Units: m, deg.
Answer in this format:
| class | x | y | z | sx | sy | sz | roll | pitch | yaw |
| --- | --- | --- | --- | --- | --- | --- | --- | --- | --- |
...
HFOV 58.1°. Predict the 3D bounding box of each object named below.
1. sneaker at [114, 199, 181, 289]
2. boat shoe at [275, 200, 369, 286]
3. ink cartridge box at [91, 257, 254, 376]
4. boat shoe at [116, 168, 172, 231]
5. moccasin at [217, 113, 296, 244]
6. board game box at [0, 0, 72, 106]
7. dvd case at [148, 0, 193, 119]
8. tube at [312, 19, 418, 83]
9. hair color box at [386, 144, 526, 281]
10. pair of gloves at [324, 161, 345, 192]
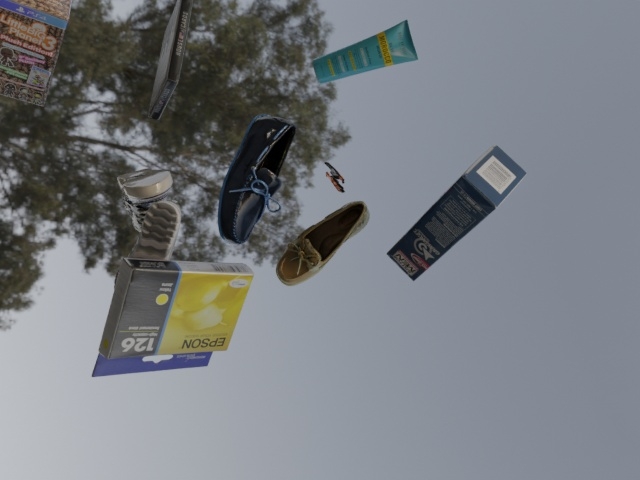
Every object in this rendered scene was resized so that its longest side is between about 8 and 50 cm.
| class | x | y | z | sx | sy | sz | roll | pitch | yaw |
| --- | --- | --- | --- | --- | --- | --- | --- | --- | --- |
| sneaker | -0.386 | 0.031 | 1.349 | 0.105 | 0.115 | 0.281 | 29 | -75 | -6 |
| boat shoe | 0.000 | 0.000 | 1.422 | 0.285 | 0.089 | 0.104 | -44 | -98 | -1 |
| ink cartridge box | -0.334 | 0.191 | 1.324 | 0.072 | 0.304 | 0.307 | 35 | -67 | 44 |
| boat shoe | -0.445 | -0.096 | 1.512 | 0.340 | 0.127 | 0.158 | 25 | -48 | 64 |
| moccasin | -0.149 | -0.153 | 1.380 | 0.117 | 0.138 | 0.341 | 9 | -103 | 23 |
| board game box | -0.711 | -0.525 | 1.412 | 0.291 | 0.141 | 0.232 | -46 | -137 | 42 |
| dvd case | -0.326 | -0.406 | 1.257 | 0.179 | 0.030 | 0.238 | -29 | -127 | 59 |
| tube | 0.089 | -0.376 | 1.179 | 0.207 | 0.052 | 0.080 | -15 | -66 | 13 |
| hair color box | 0.314 | -0.058 | 1.380 | 0.105 | 0.174 | 0.347 | 45 | -39 | 7 |
| pair of gloves | 0.035 | -0.157 | 1.439 | 0.010 | 0.083 | 0.074 | -35 | -113 | -13 |
